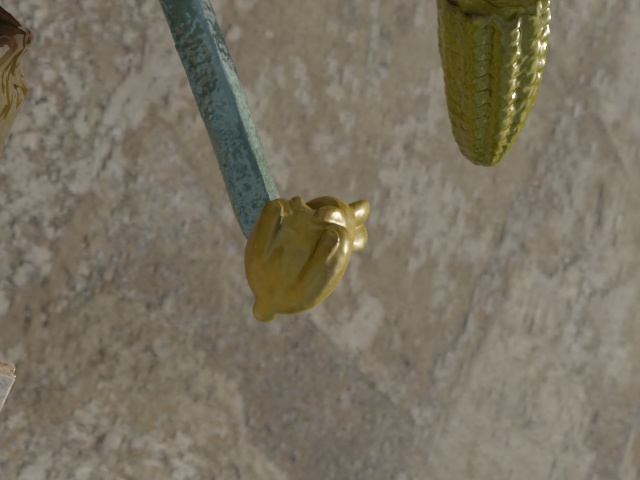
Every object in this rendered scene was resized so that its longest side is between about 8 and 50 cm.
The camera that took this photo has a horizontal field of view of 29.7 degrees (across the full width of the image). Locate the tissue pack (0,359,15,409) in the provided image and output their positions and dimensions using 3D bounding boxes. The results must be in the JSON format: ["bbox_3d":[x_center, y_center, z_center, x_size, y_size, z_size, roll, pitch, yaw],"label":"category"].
[{"bbox_3d":[-0.558,0.296,1.647,0.170,0.071,0.325,24,95,-21],"label":"tissue pack"}]

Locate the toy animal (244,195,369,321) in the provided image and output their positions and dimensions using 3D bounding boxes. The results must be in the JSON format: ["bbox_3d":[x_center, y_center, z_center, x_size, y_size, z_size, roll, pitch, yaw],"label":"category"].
[{"bbox_3d":[-0.003,0.002,0.871,0.083,0.070,0.159,-67,170,19],"label":"toy animal"}]

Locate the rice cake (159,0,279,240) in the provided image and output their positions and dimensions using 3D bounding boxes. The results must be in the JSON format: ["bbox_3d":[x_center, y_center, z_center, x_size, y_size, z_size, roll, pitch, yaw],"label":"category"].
[{"bbox_3d":[-0.080,-0.111,0.972,0.045,0.042,0.245,-92,165,-71],"label":"rice cake"}]

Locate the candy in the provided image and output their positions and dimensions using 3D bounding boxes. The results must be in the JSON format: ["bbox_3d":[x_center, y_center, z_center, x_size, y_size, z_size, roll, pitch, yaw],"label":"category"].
[{"bbox_3d":[0.151,-0.148,1.069,0.106,0.094,0.199,-100,-177,-45],"label":"candy"}]

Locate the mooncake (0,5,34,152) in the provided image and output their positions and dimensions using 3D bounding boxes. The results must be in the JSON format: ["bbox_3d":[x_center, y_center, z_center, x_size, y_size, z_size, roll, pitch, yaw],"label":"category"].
[{"bbox_3d":[-0.350,-0.106,0.580,0.394,0.393,0.246,25,102,-45],"label":"mooncake"}]
